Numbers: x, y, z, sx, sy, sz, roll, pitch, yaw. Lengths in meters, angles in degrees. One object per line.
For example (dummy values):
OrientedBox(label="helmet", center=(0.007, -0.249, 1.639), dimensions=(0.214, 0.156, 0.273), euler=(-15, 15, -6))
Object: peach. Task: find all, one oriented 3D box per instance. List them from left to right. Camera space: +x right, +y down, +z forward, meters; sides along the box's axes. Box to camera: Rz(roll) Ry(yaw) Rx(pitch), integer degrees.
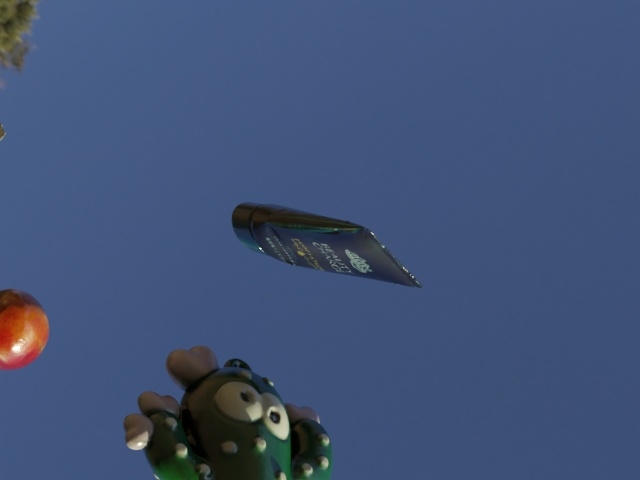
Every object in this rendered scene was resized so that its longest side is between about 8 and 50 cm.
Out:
OrientedBox(label="peach", center=(-0.372, 0.110, 1.246), dimensions=(0.100, 0.101, 0.101), euler=(-10, -117, 20))

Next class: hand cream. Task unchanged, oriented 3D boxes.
OrientedBox(label="hand cream", center=(0.000, 0.000, 1.257), dimensions=(0.270, 0.120, 0.061), euler=(11, -118, 48))

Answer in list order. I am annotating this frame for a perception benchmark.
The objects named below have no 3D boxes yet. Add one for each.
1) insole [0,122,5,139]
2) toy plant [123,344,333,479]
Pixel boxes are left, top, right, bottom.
OrientedBox(label="insole", center=(-0.390, -0.059, 1.027), dimensions=(0.065, 0.004, 0.197), euler=(15, -131, 38))
OrientedBox(label="toy plant", center=(-0.093, 0.221, 1.149), dimensions=(0.232, 0.243, 0.112), euler=(40, -59, -6))
